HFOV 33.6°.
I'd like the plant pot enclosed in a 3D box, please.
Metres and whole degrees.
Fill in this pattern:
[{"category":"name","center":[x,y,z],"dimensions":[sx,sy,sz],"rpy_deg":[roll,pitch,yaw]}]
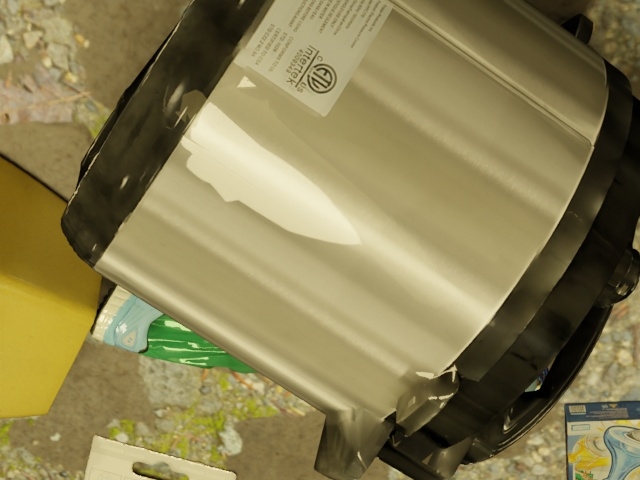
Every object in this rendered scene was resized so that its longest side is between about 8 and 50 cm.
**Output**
[{"category":"plant pot","center":[-0.328,0.054,1.050],"dimensions":[0.187,0.212,0.212],"rpy_deg":[21,120,-19]}]

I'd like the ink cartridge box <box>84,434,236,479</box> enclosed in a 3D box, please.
[{"category":"ink cartridge box","center":[-0.209,0.351,1.286],"dimensions":[0.181,0.056,0.225],"rpy_deg":[15,101,-1]}]

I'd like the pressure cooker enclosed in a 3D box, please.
[{"category":"pressure cooker","center":[0.054,-0.036,0.843],"dimensions":[0.420,0.375,0.370],"rpy_deg":[32,115,-9]}]

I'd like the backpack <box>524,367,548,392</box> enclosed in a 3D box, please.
[{"category":"backpack","center":[0.146,0.126,1.032],"dimensions":[0.158,0.173,0.117],"rpy_deg":[-20,114,16]}]

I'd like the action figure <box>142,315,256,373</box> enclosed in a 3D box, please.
[{"category":"action figure","center":[-0.121,0.086,1.109],"dimensions":[0.232,0.063,0.137],"rpy_deg":[2,121,2]}]

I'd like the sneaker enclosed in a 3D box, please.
[{"category":"sneaker","center":[-0.161,0.041,1.057],"dimensions":[0.073,0.063,0.162],"rpy_deg":[34,76,-13]}]

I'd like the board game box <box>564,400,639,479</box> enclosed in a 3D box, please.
[{"category":"board game box","center":[0.367,0.236,1.142],"dimensions":[0.201,0.035,0.136],"rpy_deg":[-4,118,9]}]
